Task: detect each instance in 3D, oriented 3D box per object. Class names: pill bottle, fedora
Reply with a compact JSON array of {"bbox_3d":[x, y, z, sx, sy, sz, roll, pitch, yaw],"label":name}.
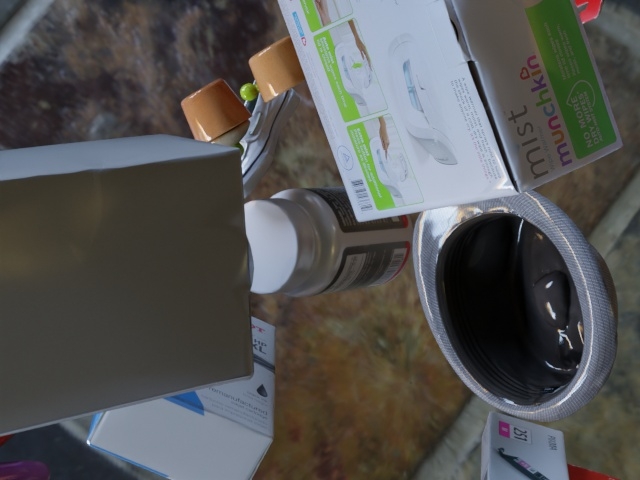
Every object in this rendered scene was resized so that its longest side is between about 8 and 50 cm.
[{"bbox_3d":[0.000,0.000,1.770,0.161,0.283,0.161,3,95,37],"label":"pill bottle"},{"bbox_3d":[0.235,0.055,1.305,0.243,0.124,0.276,-28,83,45],"label":"fedora"}]

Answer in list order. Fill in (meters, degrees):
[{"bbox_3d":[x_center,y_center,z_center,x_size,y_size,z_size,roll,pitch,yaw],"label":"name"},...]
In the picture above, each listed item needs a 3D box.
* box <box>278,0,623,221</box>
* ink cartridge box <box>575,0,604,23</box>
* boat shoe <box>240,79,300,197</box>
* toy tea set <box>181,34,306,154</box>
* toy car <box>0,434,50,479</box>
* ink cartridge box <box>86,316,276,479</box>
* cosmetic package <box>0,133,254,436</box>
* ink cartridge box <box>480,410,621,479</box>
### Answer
[{"bbox_3d":[0.089,-0.163,0.971,0.126,0.231,0.262,-23,96,-30],"label":"box"},{"bbox_3d":[0.317,-0.387,1.477,0.078,0.134,0.231,16,86,-12],"label":"ink cartridge box"},{"bbox_3d":[-0.104,-0.146,1.667,0.076,0.083,0.226,39,47,-19],"label":"boat shoe"},{"bbox_3d":[-0.002,-0.182,1.361,0.336,0.200,0.124,-24,100,40],"label":"toy tea set"},{"bbox_3d":[-0.297,0.198,0.991,0.136,0.159,0.182,-13,76,-33],"label":"toy car"},{"bbox_3d":[-0.187,0.201,1.690,0.223,0.307,0.129,24,111,-12],"label":"ink cartridge box"},{"bbox_3d":[-0.156,0.022,0.576,0.238,0.107,0.127,-9,104,-34],"label":"cosmetic package"},{"bbox_3d":[0.366,0.372,1.813,0.238,0.275,0.060,15,107,4],"label":"ink cartridge box"}]
